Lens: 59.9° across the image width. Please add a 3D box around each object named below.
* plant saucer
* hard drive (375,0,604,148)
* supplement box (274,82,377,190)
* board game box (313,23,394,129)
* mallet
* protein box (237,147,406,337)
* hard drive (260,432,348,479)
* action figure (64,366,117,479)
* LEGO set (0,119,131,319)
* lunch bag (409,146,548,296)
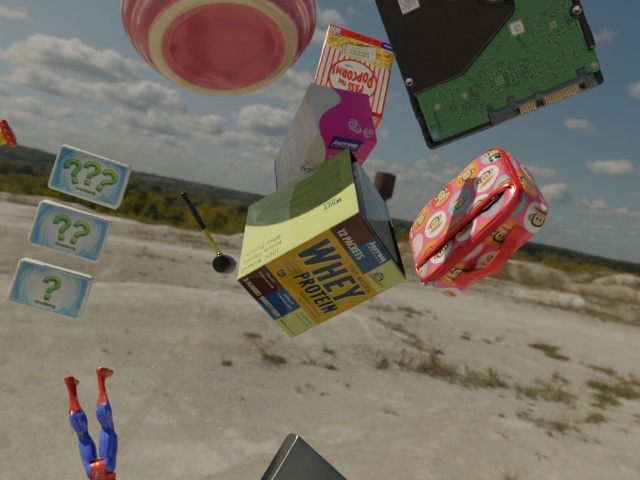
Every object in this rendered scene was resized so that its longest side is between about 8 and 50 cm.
[{"bbox_3d":[-0.167,-0.358,0.953,0.331,0.084,0.332,-8,-22,-3],"label":"plant saucer"},{"bbox_3d":[0.198,-0.319,0.734,0.236,0.339,0.064,-20,1,17],"label":"hard drive"},{"bbox_3d":[0.001,-0.159,0.996,0.111,0.114,0.220,5,-32,-20],"label":"supplement box"},{"bbox_3d":[0.064,-0.330,1.119,0.146,0.194,0.045,15,-25,-7],"label":"board game box"},{"bbox_3d":[-0.227,-0.013,1.119,0.039,0.190,0.062,-32,-15,1],"label":"mallet"},{"bbox_3d":[0.000,0.000,0.844,0.136,0.199,0.201,52,18,-28],"label":"protein box"},{"bbox_3d":[-0.016,0.317,0.686,0.022,0.094,0.135,-7,-50,51],"label":"hard drive"},{"bbox_3d":[-0.351,0.367,0.917,0.091,0.281,0.139,-15,-26,-7],"label":"action figure"},{"bbox_3d":[-0.345,-0.035,0.570,0.244,0.183,0.060,19,0,-13],"label":"LEGO set"},{"bbox_3d":[0.318,-0.023,1.143,0.120,0.293,0.258,29,33,-20],"label":"lunch bag"}]
